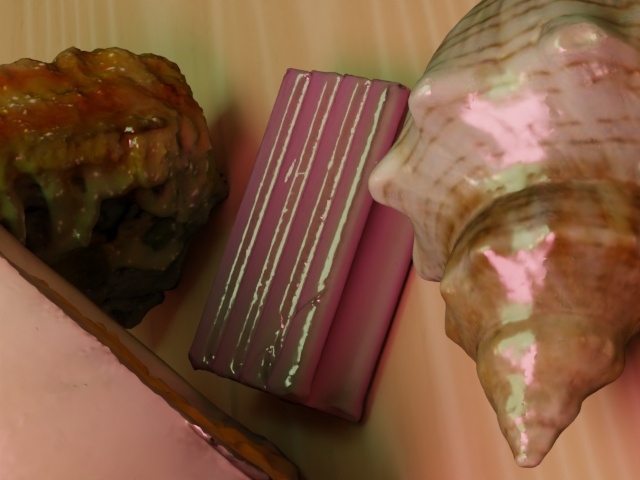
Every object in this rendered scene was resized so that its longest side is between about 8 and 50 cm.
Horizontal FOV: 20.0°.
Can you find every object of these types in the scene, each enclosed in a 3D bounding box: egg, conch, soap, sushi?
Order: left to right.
[{"bbox_3d":[-0.207,0.184,0.998,0.340,0.354,0.354,-49,36,-4],"label":"egg"},{"bbox_3d":[-0.193,-0.026,1.220,0.139,0.274,0.184,54,145,40],"label":"sushi"},{"bbox_3d":[0.000,0.000,1.113,0.122,0.065,0.203,14,85,54],"label":"soap"},{"bbox_3d":[0.130,-0.072,0.905,0.203,0.169,0.386,0,73,26],"label":"conch"}]
